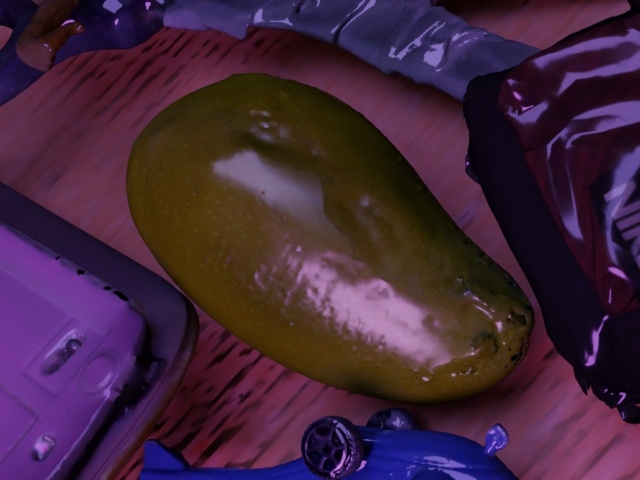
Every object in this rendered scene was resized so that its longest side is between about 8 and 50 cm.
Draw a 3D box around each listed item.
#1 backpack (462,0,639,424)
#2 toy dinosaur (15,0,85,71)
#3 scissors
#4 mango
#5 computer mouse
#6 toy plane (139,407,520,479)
[{"bbox_3d":[0.131,-0.031,0.523,0.165,0.106,0.120,-31,69,11],"label":"backpack"},{"bbox_3d":[-0.125,-0.125,0.713,0.162,0.039,0.126,11,44,34],"label":"toy dinosaur"},{"bbox_3d":[-0.015,-0.114,0.701,0.383,0.029,0.256,13,57,31],"label":"scissors"},{"bbox_3d":[0.000,0.000,0.588,0.165,0.074,0.091,32,111,25],"label":"mango"},{"bbox_3d":[-0.165,0.042,0.675,0.310,0.072,0.158,26,73,46],"label":"computer mouse"},{"bbox_3d":[-0.003,0.089,0.577,0.167,0.054,0.062,1,88,30],"label":"toy plane"}]
